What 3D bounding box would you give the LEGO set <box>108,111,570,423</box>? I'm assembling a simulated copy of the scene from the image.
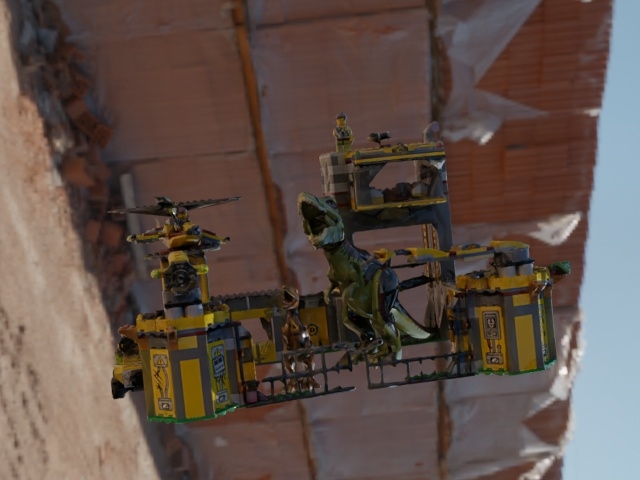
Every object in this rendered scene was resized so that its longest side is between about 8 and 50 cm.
[{"bbox_3d":[0.000,0.000,0.667,0.255,0.331,0.192,-130,-146,-86],"label":"LEGO set"}]
